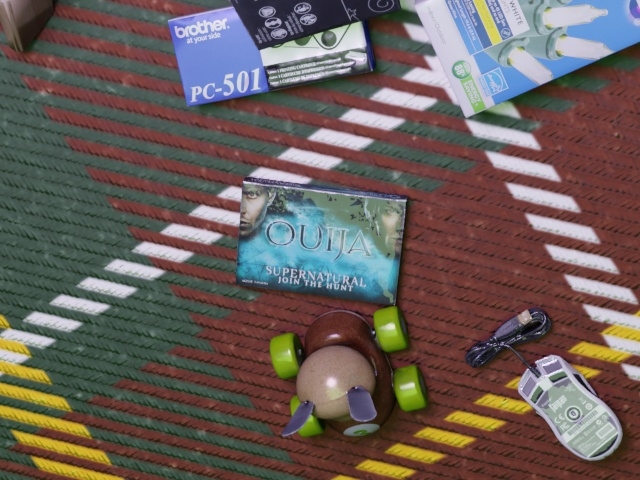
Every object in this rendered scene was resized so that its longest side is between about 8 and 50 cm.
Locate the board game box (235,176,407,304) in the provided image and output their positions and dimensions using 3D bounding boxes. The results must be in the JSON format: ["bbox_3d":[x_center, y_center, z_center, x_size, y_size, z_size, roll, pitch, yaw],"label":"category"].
[{"bbox_3d":[0.000,0.000,1.413,0.186,0.026,0.126,6,108,6],"label":"board game box"}]

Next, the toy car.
[{"bbox_3d":[0.024,0.170,1.375,0.155,0.188,0.149,-16,104,12],"label":"toy car"}]

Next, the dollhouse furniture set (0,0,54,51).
[{"bbox_3d":[-0.493,-0.184,1.264,0.256,0.362,0.394,34,78,-2],"label":"dollhouse furniture set"}]

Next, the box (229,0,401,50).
[{"bbox_3d":[-0.036,-0.323,1.197,0.163,0.247,0.142,-14,61,12],"label":"box"}]

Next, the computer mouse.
[{"bbox_3d":[0.263,0.169,1.422,0.106,0.042,0.193,-41,92,12],"label":"computer mouse"}]

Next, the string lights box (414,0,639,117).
[{"bbox_3d":[0.240,-0.244,1.277,0.260,0.077,0.133,-23,109,14],"label":"string lights box"}]

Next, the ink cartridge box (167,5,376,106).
[{"bbox_3d":[-0.051,-0.212,1.346,0.207,0.046,0.097,-9,104,10],"label":"ink cartridge box"}]
